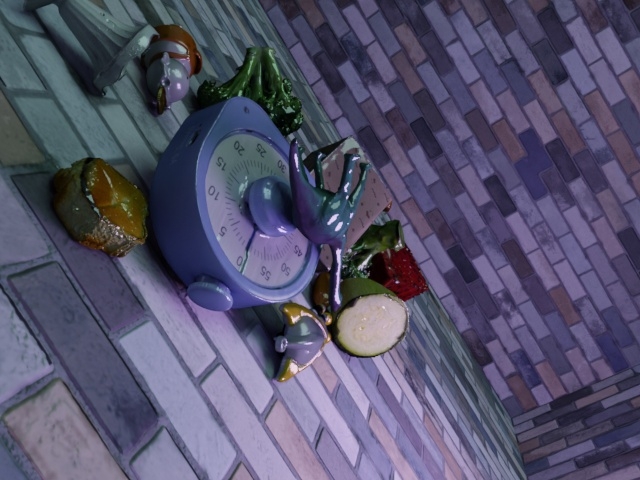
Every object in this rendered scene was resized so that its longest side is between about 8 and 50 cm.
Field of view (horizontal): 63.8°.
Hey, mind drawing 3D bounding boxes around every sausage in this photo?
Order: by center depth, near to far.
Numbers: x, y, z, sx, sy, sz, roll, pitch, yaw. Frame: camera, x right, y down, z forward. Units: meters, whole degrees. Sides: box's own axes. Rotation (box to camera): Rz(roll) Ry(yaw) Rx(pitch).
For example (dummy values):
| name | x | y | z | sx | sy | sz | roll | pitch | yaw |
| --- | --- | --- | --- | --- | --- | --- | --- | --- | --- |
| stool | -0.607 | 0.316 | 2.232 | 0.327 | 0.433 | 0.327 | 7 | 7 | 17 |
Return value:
| name | x | y | z | sx | sy | sz | roll | pitch | yaw |
| --- | --- | --- | --- | --- | --- | --- | --- | --- | --- |
| sausage | 0.006 | 0.138 | 1.463 | 0.183 | 0.054 | 0.062 | -88 | 176 | -65 |

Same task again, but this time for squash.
| name | x | y | z | sx | sy | sz | roll | pitch | yaw |
| --- | --- | --- | --- | --- | --- | --- | --- | --- | --- |
| squash | 0.135 | 0.213 | 1.429 | 0.220 | 0.220 | 0.133 | 53 | 13 | -20 |

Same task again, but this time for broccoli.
| name | x | y | z | sx | sy | sz | roll | pitch | yaw |
| --- | --- | --- | --- | --- | --- | --- | --- | --- | --- |
| broccoli | -0.192 | -0.395 | 1.444 | 0.308 | 0.307 | 0.275 | -20 | 117 | -73 |
| broccoli | 0.120 | -0.001 | 1.629 | 0.297 | 0.297 | 0.298 | -9 | 90 | -70 |

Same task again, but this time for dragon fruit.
| name | x | y | z | sx | sy | sz | roll | pitch | yaw |
| --- | --- | --- | --- | --- | --- | --- | --- | --- | --- |
| dragon fruit | 0.278 | 0.100 | 1.907 | 0.240 | 0.302 | 0.330 | 14 | 54 | -9 |

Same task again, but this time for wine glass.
| name | x | y | z | sx | sy | sz | roll | pitch | yaw |
| --- | --- | --- | --- | --- | --- | --- | --- | --- | --- |
| wine glass | -0.427 | -0.400 | 0.962 | 0.196 | 0.165 | 0.165 | 44 | 22 | -29 |

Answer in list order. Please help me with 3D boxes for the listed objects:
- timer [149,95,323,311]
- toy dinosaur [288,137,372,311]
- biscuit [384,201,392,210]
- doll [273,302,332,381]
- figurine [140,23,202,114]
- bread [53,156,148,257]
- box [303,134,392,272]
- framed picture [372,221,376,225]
| name | x | y | z | sx | sy | sz | roll | pitch | yaw |
| --- | --- | --- | --- | --- | --- | --- | --- | --- | --- |
| timer | -0.137 | -0.042 | 0.970 | 0.395 | 0.173 | 0.395 | 23 | 62 | -54 |
| toy dinosaur | 0.000 | 0.000 | 0.960 | 0.383 | 0.129 | 0.331 | -6 | 106 | -69 |
| biscuit | 0.120 | -0.155 | 1.595 | 0.301 | 0.043 | 0.278 | 31 | -5 | -33 |
| doll | -0.035 | 0.215 | 1.141 | 0.103 | 0.146 | 0.316 | 28 | 4 | 14 |
| figurine | -0.368 | -0.411 | 1.225 | 0.143 | 0.143 | 0.271 | 46 | 46 | -37 |
| bread | -0.329 | -0.048 | 0.779 | 0.140 | 0.069 | 0.128 | 44 | 23 | -51 |
| box | 0.002 | -0.092 | 1.369 | 0.297 | 0.190 | 0.225 | -46 | 111 | -28 |
| framed picture | 0.105 | -0.083 | 1.885 | 0.247 | 0.022 | 0.335 | 58 | -16 | -4 |
